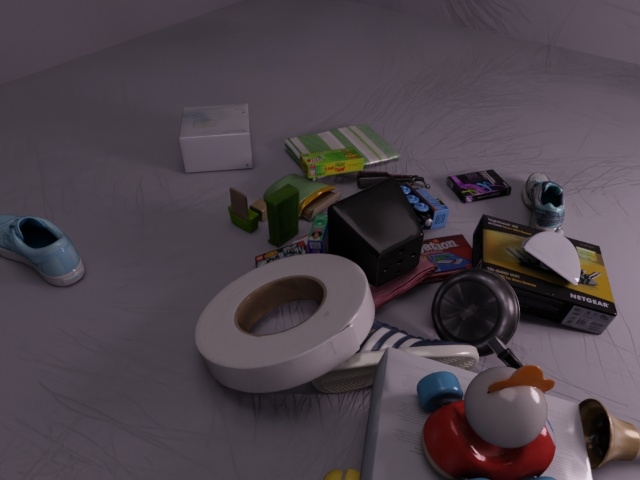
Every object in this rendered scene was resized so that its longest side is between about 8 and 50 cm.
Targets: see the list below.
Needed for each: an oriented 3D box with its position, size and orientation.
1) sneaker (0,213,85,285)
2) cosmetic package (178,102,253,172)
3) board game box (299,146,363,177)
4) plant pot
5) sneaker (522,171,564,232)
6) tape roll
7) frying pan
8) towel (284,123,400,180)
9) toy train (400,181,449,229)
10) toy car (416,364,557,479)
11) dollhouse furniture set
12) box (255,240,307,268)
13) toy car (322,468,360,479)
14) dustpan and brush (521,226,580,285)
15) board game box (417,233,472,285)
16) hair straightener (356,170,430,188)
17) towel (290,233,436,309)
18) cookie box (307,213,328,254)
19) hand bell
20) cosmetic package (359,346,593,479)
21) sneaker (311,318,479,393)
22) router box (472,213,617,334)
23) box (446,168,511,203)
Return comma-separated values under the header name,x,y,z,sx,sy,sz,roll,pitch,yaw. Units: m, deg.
name,x,y,z,sx,sy,sz,roll,pitch,yaw
sneaker,-0.760,-0.021,1.417,0.366,0.150,0.135,21,44,24
cosmetic package,-0.346,-0.347,1.817,0.224,0.138,0.224,-5,41,-5
board game box,0.035,-0.246,1.704,0.182,0.043,0.092,-11,35,-15
plant pot,0.139,-0.003,1.285,0.188,0.188,0.167,-25,55,-18
sneaker,0.657,-0.128,1.558,0.110,0.122,0.282,6,40,7
tape roll,-0.076,0.161,1.163,0.393,0.071,0.392,-14,28,8
frying pan,0.344,0.215,1.168,0.197,0.053,0.325,-22,67,28
towel,0.069,-0.307,1.847,0.325,0.038,0.247,-16,44,-21
toy train,0.286,-0.101,1.568,0.105,0.080,0.184,-8,37,-23
toy car,0.281,0.261,0.803,0.211,0.237,0.219,4,44,-14
dollhouse furniture set,-0.096,-0.146,1.562,0.198,0.151,0.302,28,47,29
box,-0.097,0.059,1.382,0.137,0.027,0.093,-19,41,5
toy car,0.135,0.460,0.910,0.239,0.053,0.224,-10,41,-11
dustpan and brush,0.558,0.016,1.289,0.147,0.060,0.211,37,52,8
board game box,0.268,0.054,1.417,0.282,0.027,0.145,-9,39,-10
hair straightener,0.226,-0.171,1.683,0.231,0.047,0.089,6,40,1
towel,0.100,0.040,1.394,0.237,0.037,0.329,-29,44,-20
cookie box,0.000,0.000,1.364,0.040,0.091,0.107,3,42,11
hand bell,0.604,0.377,0.994,0.242,0.126,0.126,13,40,-5
cosmetic package,0.266,0.369,0.929,0.378,0.097,0.284,17,39,0
sneaker,0.148,0.220,1.138,0.351,0.131,0.148,-2,44,-2
router box,0.527,0.074,1.311,0.309,0.080,0.242,15,41,3
box,0.492,-0.171,1.684,0.162,0.029,0.116,-10,41,-14
